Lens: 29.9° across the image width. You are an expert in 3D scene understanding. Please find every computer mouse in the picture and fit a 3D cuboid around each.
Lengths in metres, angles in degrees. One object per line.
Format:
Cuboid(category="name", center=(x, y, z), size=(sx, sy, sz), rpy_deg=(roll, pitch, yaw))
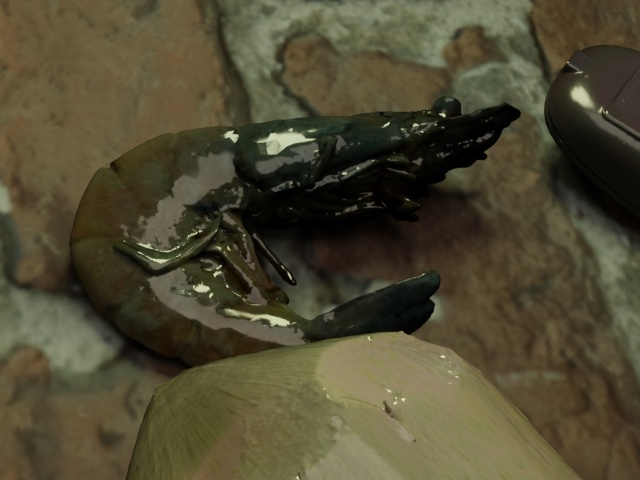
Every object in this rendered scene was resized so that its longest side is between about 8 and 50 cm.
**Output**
Cuboid(category="computer mouse", center=(0.259, -0.049, 0.814), size=(0.232, 0.057, 0.120), rpy_deg=(33, 52, 11))

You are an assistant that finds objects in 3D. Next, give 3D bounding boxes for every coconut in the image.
Cuboid(category="coconut", center=(0.015, 0.141, 0.510), size=(0.224, 0.224, 0.234), rpy_deg=(-25, 58, -28))

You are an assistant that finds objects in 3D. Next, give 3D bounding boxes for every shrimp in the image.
Cuboid(category="shrimp", center=(0.001, -0.004, 0.717), size=(0.289, 0.075, 0.178), rpy_deg=(-8, 62, -19))
